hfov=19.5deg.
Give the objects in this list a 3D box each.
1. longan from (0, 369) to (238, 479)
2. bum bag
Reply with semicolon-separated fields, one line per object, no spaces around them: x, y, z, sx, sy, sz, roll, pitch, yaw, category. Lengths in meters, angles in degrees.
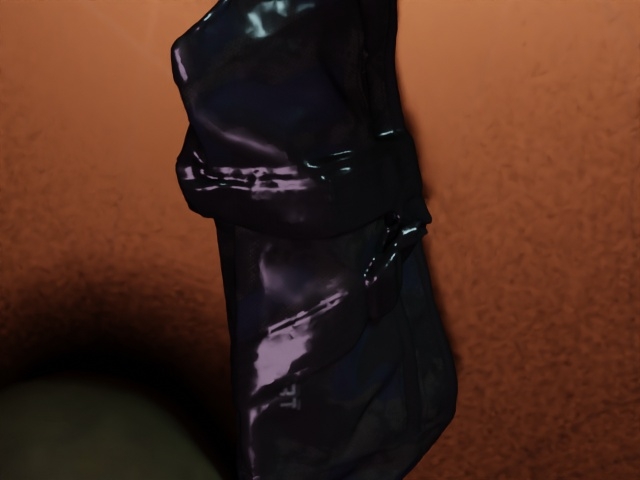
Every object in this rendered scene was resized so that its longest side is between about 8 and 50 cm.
-0.114;0.187;0.932;0.215;0.246;0.246;6;116;23;longan
0.000;0.000;0.895;0.137;0.074;0.310;-24;116;-31;bum bag
